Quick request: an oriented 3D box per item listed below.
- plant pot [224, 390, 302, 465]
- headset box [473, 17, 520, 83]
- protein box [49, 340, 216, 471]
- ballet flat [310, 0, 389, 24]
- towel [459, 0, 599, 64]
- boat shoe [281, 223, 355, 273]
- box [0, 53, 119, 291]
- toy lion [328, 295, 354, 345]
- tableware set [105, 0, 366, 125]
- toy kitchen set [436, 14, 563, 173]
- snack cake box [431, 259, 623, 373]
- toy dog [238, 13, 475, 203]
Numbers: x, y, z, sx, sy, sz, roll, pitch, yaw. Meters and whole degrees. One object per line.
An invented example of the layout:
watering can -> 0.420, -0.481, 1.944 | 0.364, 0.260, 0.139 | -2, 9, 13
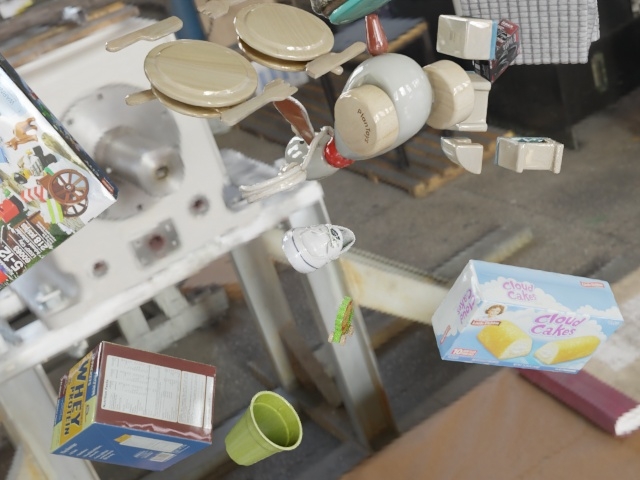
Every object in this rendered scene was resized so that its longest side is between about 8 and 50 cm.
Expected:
plant pot -> -0.080, 0.249, 1.213 | 0.079, 0.083, 0.083 | -42, 14, 30
headset box -> 0.265, -0.283, 1.403 | 0.032, 0.062, 0.083 | 37, 74, 28
protein box -> -0.309, 0.280, 1.559 | 0.200, 0.201, 0.136 | -37, 44, 47
ballet flat -> 0.159, -0.424, 1.145 | 0.483, 0.182, 0.164 | -15, 4, 38
towel -> 0.379, -0.433, 1.699 | 0.235, 0.283, 0.121 | 1, 69, 18
boat shoe -> 0.000, 0.000, 1.636 | 0.076, 0.083, 0.226 | -31, -2, 16
box -> -0.316, -0.079, 0.836 | 0.159, 0.233, 0.044 | -38, 18, 3
toy lion -> 0.048, 0.155, 1.880 | 0.034, 0.096, 0.100 | 16, 15, 13
tableware set -> -0.063, -0.142, 0.768 | 0.128, 0.039, 0.194 | 34, 43, 19
toy kitchen set -> 0.254, -0.206, 1.329 | 0.166, 0.207, 0.122 | 0, 17, -12
snack cake box -> 0.334, 0.128, 1.539 | 0.264, 0.152, 0.089 | 9, 45, -20
toy dog -> 0.033, -0.179, 1.222 | 0.334, 0.161, 0.220 | -18, 3, 39
